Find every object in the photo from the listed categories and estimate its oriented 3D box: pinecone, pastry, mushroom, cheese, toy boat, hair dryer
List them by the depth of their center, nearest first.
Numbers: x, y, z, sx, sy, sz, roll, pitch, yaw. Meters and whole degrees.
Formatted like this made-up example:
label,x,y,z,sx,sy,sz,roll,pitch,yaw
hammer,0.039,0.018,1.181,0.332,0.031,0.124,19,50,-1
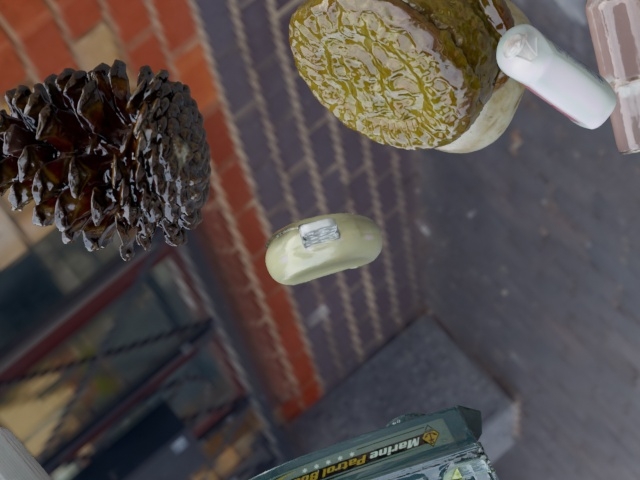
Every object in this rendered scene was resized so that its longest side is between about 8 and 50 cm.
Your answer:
label,x,y,z,sx,sy,sz,roll,pitch,yaw
toy boat,0.006,0.231,1.291,0.114,0.296,0.122,62,-172,-51
pastry,0.071,-0.165,1.359,0.188,0.103,0.189,27,150,17
mushroom,0.143,-0.169,1.592,0.127,0.166,0.166,24,171,-6
cheese,0.000,0.000,1.618,0.251,0.127,0.054,68,-174,-83
hair dryer,0.446,-0.213,1.721,0.344,0.106,0.189,-10,94,48
pinecone,-0.274,-0.105,1.948,0.292,0.246,0.246,10,154,17

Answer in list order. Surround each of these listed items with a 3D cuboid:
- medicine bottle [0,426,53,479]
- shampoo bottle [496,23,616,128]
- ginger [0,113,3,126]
label,x,y,z,sx,sy,sz,roll,pitch,yaw
medicine bottle,-0.246,0.371,1.480,0.395,0.242,0.242,43,168,13
shampoo bottle,0.183,-0.134,1.278,0.099,0.043,0.072,29,-165,-33
ginger,-0.420,-0.108,1.774,0.103,0.162,0.073,-97,-11,-77
